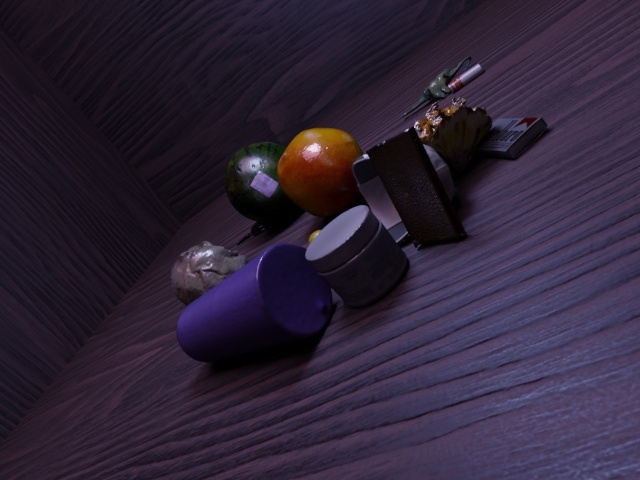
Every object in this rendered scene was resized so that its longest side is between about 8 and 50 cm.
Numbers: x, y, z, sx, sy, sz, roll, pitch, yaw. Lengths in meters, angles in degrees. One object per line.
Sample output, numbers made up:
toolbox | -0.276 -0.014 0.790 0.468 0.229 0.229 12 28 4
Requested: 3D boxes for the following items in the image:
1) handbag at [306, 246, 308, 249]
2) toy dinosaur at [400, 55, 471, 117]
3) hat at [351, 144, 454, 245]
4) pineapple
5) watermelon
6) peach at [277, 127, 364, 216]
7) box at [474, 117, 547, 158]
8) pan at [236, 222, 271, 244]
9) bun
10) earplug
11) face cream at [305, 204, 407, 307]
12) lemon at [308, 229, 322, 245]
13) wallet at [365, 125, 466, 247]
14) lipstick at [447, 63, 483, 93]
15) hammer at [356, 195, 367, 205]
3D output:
handbag | -0.010 0.066 1.319 0.212 0.059 0.157 -22 26 39
toy dinosaur | 0.467 -0.611 1.941 0.363 0.076 0.147 -42 11 7
hat | 0.197 -0.115 1.176 0.160 0.232 0.275 -15 -11 -35
pineapple | 0.314 -0.253 1.215 0.236 0.186 0.114 -26 24 -23
watermelon | -0.217 -0.233 1.986 0.363 0.363 0.363 -35 19 14
peach | 0.011 -0.221 1.568 0.289 0.289 0.308 -38 14 6
box | 0.451 -0.250 1.194 0.115 0.036 0.177 -42 18 0
pan | -0.293 -0.049 2.180 0.235 0.028 0.136 -33 19 20
bun | -0.421 0.113 1.774 0.281 0.205 0.282 -37 19 15
earplug | -0.196 0.180 1.197 0.455 0.215 0.215 -28 22 41
face cream | 0.080 0.036 1.070 0.177 0.153 0.177 -36 17 13
lemon | 0.000 0.000 1.445 0.083 0.062 0.062 -30 20 27
wallet | 0.199 -0.105 1.023 0.039 0.243 0.132 -36 10 -38
lipstick | 0.544 -0.607 1.839 0.130 0.038 0.038 -32 20 19
hammer | 0.256 -0.185 1.399 0.365 0.043 0.111 -27 23 31
